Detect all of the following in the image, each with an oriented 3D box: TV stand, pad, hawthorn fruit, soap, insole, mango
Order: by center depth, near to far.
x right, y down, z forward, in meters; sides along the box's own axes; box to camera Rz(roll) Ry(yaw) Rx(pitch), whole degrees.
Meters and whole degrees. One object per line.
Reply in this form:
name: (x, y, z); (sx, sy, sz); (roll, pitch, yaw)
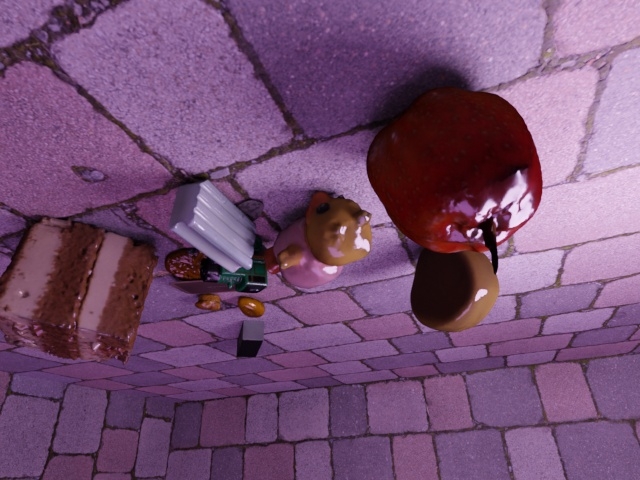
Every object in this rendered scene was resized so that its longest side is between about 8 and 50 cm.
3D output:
hawthorn fruit: (0.204, -0.077, 0.620); (0.253, 0.301, 0.254); (-3, 148, -2)
soap: (-0.215, -0.028, 0.849); (0.066, 0.119, 0.198); (-13, 146, 21)
insole: (-0.191, -0.046, 0.945); (0.065, 0.006, 0.193); (16, 146, -30)
pad: (-0.305, 0.139, 1.238); (0.266, 0.002, 0.176); (-4, 161, 3)
mango: (-0.235, 0.224, 1.377); (0.078, 0.057, 0.114); (-15, 140, 29)
TV stand: (-0.292, 0.411, 1.676); (0.088, 0.083, 0.270); (6, 149, -13)

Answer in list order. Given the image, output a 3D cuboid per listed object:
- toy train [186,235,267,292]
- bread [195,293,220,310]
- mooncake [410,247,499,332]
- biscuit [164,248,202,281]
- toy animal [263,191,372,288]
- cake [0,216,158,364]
toy train: (-0.208, 0.058, 0.987); (0.227, 0.136, 0.091); (7, 153, -34)
bread: (-0.367, 0.205, 1.336); (0.081, 0.046, 0.083); (-17, 153, 36)
mooncake: (0.337, 0.113, 1.017); (0.117, 0.235, 0.235); (16, 146, -28)
biscuit: (-0.335, 0.075, 1.129); (0.187, 0.027, 0.188); (-3, 150, -1)
toy animal: (0.004, 0.002, 0.890); (0.195, 0.169, 0.281); (-35, 174, -47)
cake: (-0.560, 0.133, 0.960); (0.290, 0.282, 0.256); (13, 144, -21)
